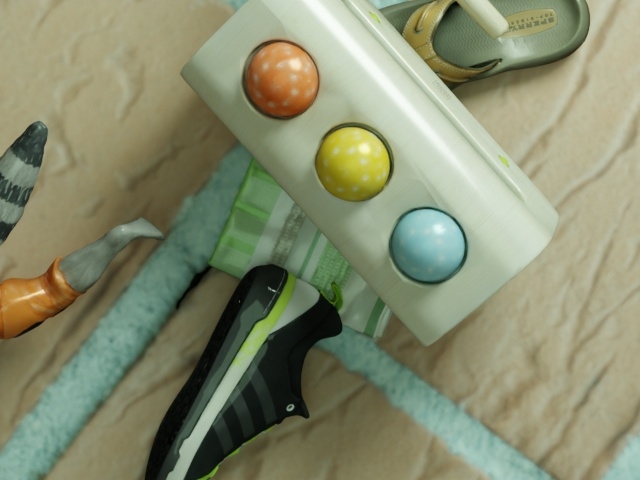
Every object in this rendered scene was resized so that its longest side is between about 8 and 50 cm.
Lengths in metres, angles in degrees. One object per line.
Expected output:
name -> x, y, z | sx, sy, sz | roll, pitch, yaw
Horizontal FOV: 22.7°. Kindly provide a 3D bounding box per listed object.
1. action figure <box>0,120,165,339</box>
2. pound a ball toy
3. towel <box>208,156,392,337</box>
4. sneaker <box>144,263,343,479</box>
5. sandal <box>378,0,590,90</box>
action figure -> -0.338, 0.022, 1.202 | 0.341, 0.178, 0.330 | 42, 83, -4
pound a ball toy -> 0.047, -0.107, 1.157 | 0.208, 0.136, 0.319 | -41, 91, 22
towel -> 0.000, 0.000, 1.268 | 0.152, 0.023, 0.113 | 23, 92, -1
sneaker -> -0.056, 0.131, 1.245 | 0.097, 0.084, 0.235 | 27, 99, -13
sandal -> 0.105, -0.150, 1.239 | 0.219, 0.060, 0.090 | -13, 93, 2
